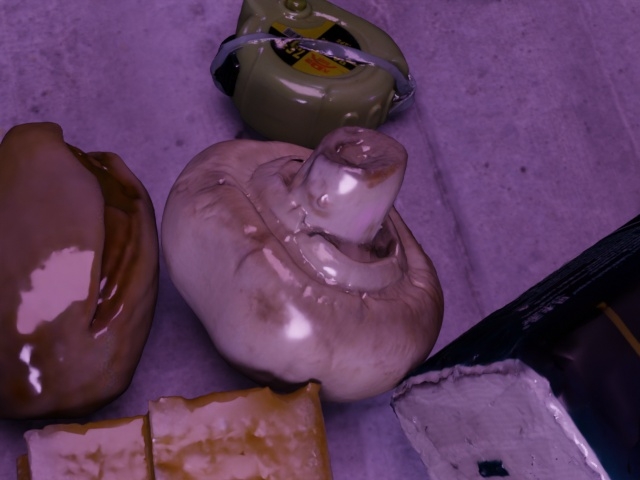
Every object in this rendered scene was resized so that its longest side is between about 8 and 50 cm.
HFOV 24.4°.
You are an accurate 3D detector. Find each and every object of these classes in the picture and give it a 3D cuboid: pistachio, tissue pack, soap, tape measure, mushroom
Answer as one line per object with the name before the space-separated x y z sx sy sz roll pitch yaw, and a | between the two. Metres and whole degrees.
pistachio | -0.232 0.032 1.278 0.166 0.197 0.288 37 34 -36
tissue pack | 0.307 0.102 1.211 0.416 0.264 0.253 -33 92 -25
soap | -0.103 0.270 1.157 0.259 0.143 0.281 -7 65 -9
tape measure | -0.011 -0.162 1.452 0.200 0.106 0.175 28 45 7
mushroom | 0.000 0.000 1.263 0.260 0.234 0.254 30 33 -10
